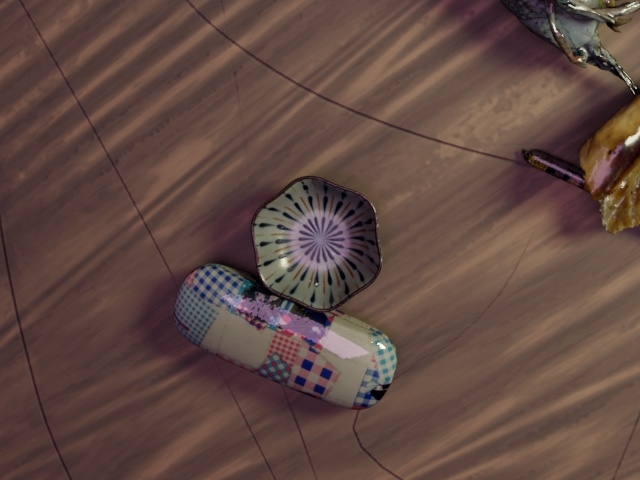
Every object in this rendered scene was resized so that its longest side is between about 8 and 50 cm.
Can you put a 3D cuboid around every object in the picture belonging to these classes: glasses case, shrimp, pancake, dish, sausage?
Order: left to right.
[{"bbox_3d":[-0.051,0.137,1.481,0.328,0.076,0.125,22,108,5],"label":"glasses case"},{"bbox_3d":[0.000,0.000,1.447,0.191,0.066,0.190,2,101,10],"label":"dish"},{"bbox_3d":[0.293,-0.312,1.266,0.372,0.172,0.137,39,108,-3],"label":"shrimp"},{"bbox_3d":[0.356,-0.075,1.388,0.198,0.025,0.028,28,120,3],"label":"sausage"},{"bbox_3d":[0.432,-0.118,1.310,0.212,0.056,0.257,12,107,-18],"label":"pancake"}]
